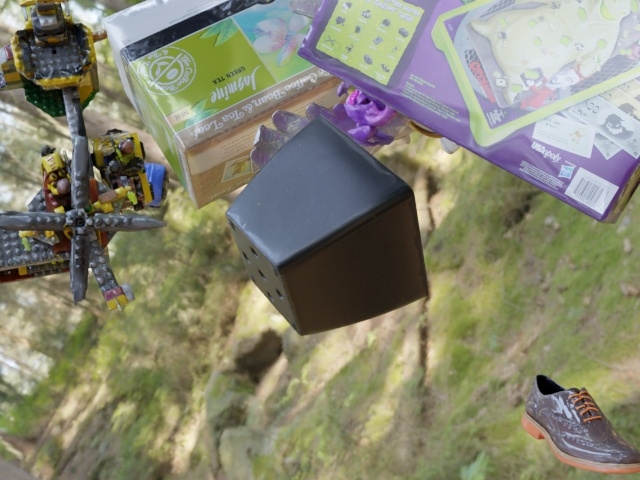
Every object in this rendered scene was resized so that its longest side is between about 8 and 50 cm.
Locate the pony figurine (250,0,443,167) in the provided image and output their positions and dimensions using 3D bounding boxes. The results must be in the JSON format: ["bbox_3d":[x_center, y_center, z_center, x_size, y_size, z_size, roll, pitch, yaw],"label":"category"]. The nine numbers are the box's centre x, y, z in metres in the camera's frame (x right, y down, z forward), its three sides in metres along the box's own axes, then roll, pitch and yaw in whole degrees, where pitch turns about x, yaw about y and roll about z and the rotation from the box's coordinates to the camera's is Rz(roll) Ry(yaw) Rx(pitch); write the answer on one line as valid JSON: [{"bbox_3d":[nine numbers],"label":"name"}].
[{"bbox_3d":[0.108,-0.199,1.123,0.363,0.351,0.302,3,79,50],"label":"pony figurine"}]

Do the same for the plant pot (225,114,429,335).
[{"bbox_3d":[0.000,0.000,0.977,0.167,0.188,0.187,-33,-42,-16],"label":"plant pot"}]

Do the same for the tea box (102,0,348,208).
[{"bbox_3d":[-0.166,-0.294,1.512,0.329,0.323,0.220,-30,-20,-14],"label":"tea box"}]

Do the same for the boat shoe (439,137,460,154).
[{"bbox_3d":[0.234,-0.213,1.555,0.035,0.100,0.035,-19,-10,-41],"label":"boat shoe"}]

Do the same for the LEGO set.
[{"bbox_3d":[-0.276,-0.065,0.546,0.192,0.331,0.254,133,133,-71],"label":"LEGO set"}]

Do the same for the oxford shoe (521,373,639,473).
[{"bbox_3d":[0.406,0.288,1.303,0.271,0.097,0.098,-158,69,-67],"label":"oxford shoe"}]

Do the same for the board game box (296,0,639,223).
[{"bbox_3d":[0.157,-0.186,0.733,0.056,0.347,0.208,-2,-58,-57],"label":"board game box"}]

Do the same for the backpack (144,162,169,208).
[{"bbox_3d":[-0.377,-0.118,1.782,0.120,0.101,0.097,-179,92,-74],"label":"backpack"}]
